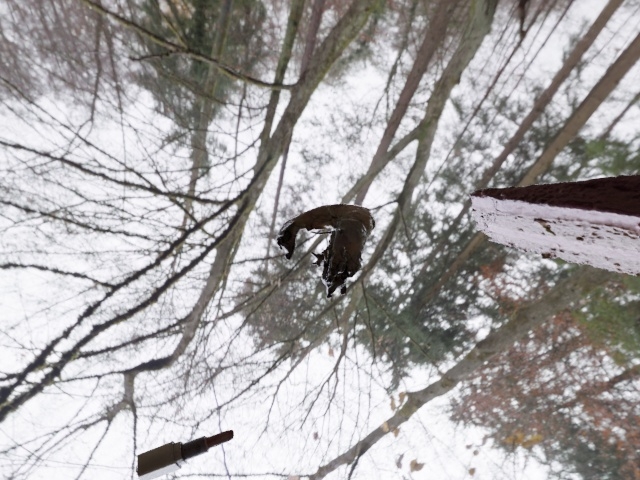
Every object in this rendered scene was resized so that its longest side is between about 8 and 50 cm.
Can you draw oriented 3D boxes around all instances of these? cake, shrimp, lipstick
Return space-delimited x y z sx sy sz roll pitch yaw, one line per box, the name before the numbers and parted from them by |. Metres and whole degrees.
cake | 0.367 -0.034 0.619 0.296 0.115 0.112 10 -130 46
shrimp | 0.000 -0.007 0.777 0.178 0.075 0.289 6 -142 15
lipstick | -0.148 0.234 0.472 0.107 0.025 0.025 -19 -134 -8
